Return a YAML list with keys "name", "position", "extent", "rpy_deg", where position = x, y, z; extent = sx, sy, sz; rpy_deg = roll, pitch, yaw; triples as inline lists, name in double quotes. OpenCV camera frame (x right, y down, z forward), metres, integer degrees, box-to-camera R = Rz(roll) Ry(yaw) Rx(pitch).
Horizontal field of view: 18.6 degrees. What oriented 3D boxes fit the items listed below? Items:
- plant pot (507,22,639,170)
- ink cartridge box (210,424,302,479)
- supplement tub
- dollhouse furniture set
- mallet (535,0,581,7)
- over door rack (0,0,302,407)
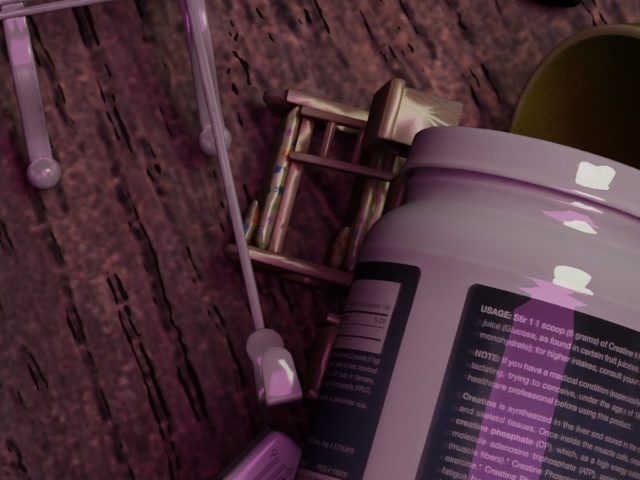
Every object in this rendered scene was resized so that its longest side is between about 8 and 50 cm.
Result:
- name: "plant pot"
  position: [0.311, -0.021, 1.203]
  extent: [0.294, 0.275, 0.274]
  rpy_deg: [-14, 87, -27]
- name: "ink cartridge box"
  position: [-0.019, 0.288, 1.140]
  extent: [0.239, 0.060, 0.275]
  rpy_deg: [-44, 94, -7]
- name: "supplement tub"
  position: [0.093, 0.094, 1.044]
  extent: [0.191, 0.191, 0.272]
  rpy_deg: [18, 84, -8]
- name: "dollhouse furniture set"
  position: [0.000, 0.000, 1.176]
  extent: [0.101, 0.161, 0.181]
  rpy_deg: [16, 81, -9]
- name: "mallet"
  position: [0.090, -0.211, 1.279]
  extent: [0.190, 0.039, 0.062]
  rpy_deg: [20, 83, -4]
- name: "over door rack"
  position: [-0.162, -0.020, 1.155]
  extent: [0.240, 0.108, 0.324]
  rpy_deg: [-11, 67, -6]
